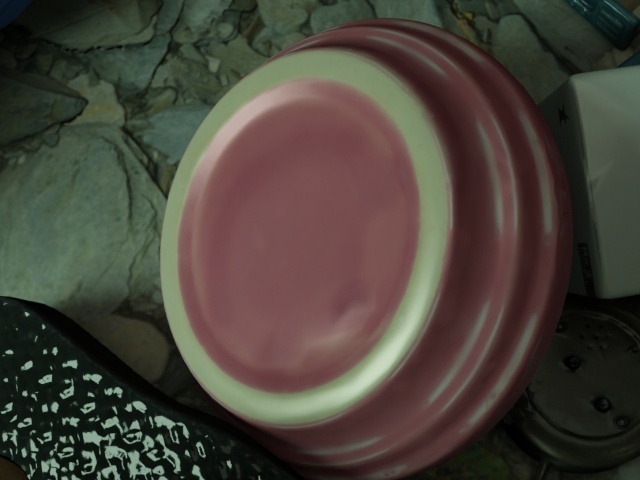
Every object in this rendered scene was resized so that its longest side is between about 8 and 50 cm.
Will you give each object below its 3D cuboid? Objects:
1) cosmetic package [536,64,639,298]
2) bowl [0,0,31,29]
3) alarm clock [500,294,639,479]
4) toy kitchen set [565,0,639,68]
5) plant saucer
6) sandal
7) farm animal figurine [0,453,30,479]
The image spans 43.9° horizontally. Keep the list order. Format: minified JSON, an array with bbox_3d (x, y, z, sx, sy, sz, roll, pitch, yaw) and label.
[{"bbox_3d":[0.262,-0.046,0.586,0.184,0.151,0.151,-8,88,2],"label":"cosmetic package"},{"bbox_3d":[-0.365,-0.365,0.707,0.391,0.077,0.391,7,104,30],"label":"bowl"},{"bbox_3d":[0.214,0.097,0.603,0.192,0.064,0.129,-27,68,-10],"label":"alarm clock"},{"bbox_3d":[0.260,-0.229,0.673,0.122,0.166,0.207,-37,70,-11],"label":"toy kitchen set"},{"bbox_3d":[0.000,0.000,0.552,0.332,0.084,0.332,-8,76,37],"label":"plant saucer"},{"bbox_3d":[-0.109,0.183,0.566,0.446,0.107,0.167,35,92,29],"label":"sandal"},{"bbox_3d":[-0.204,0.291,0.458,0.172,0.330,0.326,-8,58,-46],"label":"farm animal figurine"}]
